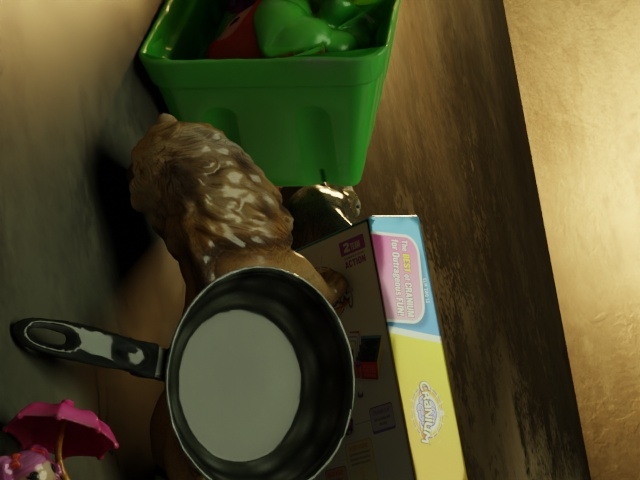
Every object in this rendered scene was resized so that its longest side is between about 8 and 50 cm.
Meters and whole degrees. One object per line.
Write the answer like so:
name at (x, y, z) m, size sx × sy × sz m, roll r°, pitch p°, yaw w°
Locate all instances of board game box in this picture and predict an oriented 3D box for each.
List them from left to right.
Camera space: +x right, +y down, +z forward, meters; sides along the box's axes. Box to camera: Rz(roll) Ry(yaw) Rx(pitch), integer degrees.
board game box at (0.028, 0.158, 1.859) m, size 0.064 × 0.242 × 0.317 m, roll -2°, pitch 77°, yaw -37°

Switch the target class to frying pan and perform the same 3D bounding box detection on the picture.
frying pan at (-0.105, 0.132, 1.576) m, size 0.326 × 0.053 × 0.197 m, roll -13°, pitch 94°, yaw -37°

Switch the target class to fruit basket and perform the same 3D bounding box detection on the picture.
fruit basket at (-0.018, -0.279, 1.944) m, size 0.392 × 0.282 × 0.392 m, roll 0°, pitch 90°, yaw -81°

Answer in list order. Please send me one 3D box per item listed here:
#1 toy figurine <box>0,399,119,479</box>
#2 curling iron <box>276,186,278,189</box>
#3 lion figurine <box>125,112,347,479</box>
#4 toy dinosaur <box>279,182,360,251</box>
toy figurine at (-0.190, 0.197, 1.381) m, size 0.173 × 0.130 × 0.159 m, roll -20°, pitch 83°, yaw -49°
curling iron at (-0.062, -0.083, 2.089) m, size 0.068 × 0.035 × 0.274 m, roll 60°, pitch 24°, yaw -45°
lion figurine at (-0.087, 0.096, 1.697) m, size 0.240 × 0.142 × 0.392 m, roll 35°, pitch 48°, yaw -54°
toy dinosaur at (0.000, 0.000, 2.057) m, size 0.313 × 0.121 × 0.160 m, roll -78°, pitch 150°, yaw -87°
